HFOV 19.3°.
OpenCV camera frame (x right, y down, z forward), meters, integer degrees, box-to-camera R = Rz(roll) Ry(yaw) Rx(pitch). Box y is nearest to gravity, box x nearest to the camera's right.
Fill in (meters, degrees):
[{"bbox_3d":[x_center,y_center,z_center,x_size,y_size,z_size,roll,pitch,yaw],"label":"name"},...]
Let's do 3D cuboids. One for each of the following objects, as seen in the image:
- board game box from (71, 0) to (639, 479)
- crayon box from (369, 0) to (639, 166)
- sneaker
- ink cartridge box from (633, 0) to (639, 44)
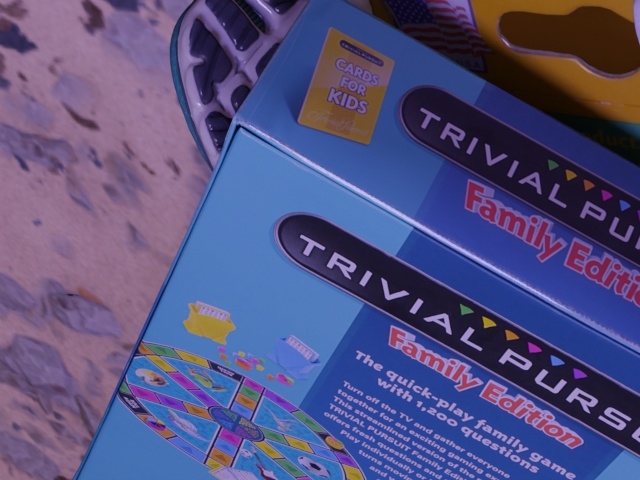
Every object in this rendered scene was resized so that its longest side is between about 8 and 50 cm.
[{"bbox_3d":[0.046,0.079,0.791,0.253,0.079,0.336,30,143,0],"label":"board game box"},{"bbox_3d":[0.155,0.005,0.777,0.203,0.083,0.323,11,136,32],"label":"crayon box"},{"bbox_3d":[0.000,0.000,0.893,0.110,0.107,0.275,6,133,49],"label":"sneaker"},{"bbox_3d":[0.222,0.000,0.525,0.091,0.308,0.385,9,136,34],"label":"ink cartridge box"}]
